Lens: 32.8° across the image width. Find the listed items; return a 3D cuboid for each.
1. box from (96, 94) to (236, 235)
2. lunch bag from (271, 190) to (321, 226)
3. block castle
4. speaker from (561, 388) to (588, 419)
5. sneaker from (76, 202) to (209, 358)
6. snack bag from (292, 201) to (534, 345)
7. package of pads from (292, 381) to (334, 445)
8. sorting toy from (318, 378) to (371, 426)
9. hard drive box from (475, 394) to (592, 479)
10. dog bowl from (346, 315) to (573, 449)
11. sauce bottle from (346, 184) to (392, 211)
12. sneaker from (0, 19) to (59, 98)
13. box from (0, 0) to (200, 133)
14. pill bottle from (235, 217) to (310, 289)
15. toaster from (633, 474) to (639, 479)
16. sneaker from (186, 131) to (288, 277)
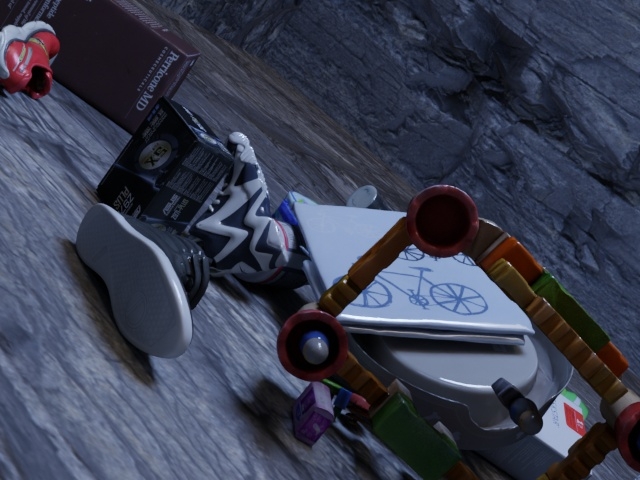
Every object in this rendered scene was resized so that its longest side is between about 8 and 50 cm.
[{"bbox_3d":[-0.227,-0.095,1.574,0.077,0.180,0.147,28,15,-41],"label":"box"},{"bbox_3d":[0.000,0.000,2.076,0.176,0.090,0.219,31,13,-28],"label":"lunch bag"},{"bbox_3d":[0.197,0.173,1.321,0.453,0.303,0.213,46,4,-5],"label":"block castle"},{"bbox_3d":[0.328,0.252,1.951,0.296,0.131,0.131,38,12,8],"label":"speaker"},{"bbox_3d":[-0.180,0.054,1.312,0.147,0.105,0.296,20,15,-38],"label":"sneaker"},{"bbox_3d":[0.123,0.043,1.680,0.323,0.037,0.342,4,31,-18],"label":"snack bag"},{"bbox_3d":[-0.009,0.210,1.334,0.032,0.050,0.083,34,12,-13],"label":"package of pads"},{"bbox_3d":[0.026,0.218,1.453,0.102,0.042,0.061,26,-5,7],"label":"sorting toy"},{"bbox_3d":[0.315,0.288,1.761,0.232,0.089,0.181,35,26,-12],"label":"hard drive box"},{"bbox_3d":[0.194,0.175,1.623,0.348,0.102,0.349,10,30,-6],"label":"dog bowl"},{"bbox_3d":[0.164,0.027,2.177,0.344,0.111,0.111,49,3,-34],"label":"sauce bottle"},{"bbox_3d":[-0.501,-0.296,1.851,0.118,0.107,0.279,53,13,-9],"label":"sneaker"},{"bbox_3d":[-0.444,-0.389,2.080,0.381,0.191,0.143,34,12,-5],"label":"box"},{"bbox_3d":[-0.063,0.024,1.762,0.108,0.108,0.180,43,13,28],"label":"pill bottle"},{"bbox_3d":[0.513,0.445,1.676,0.227,0.146,0.129,23,17,-46],"label":"toaster"},{"bbox_3d":[-0.151,-0.047,1.652,0.094,0.153,0.235,72,0,-72],"label":"sneaker"}]
